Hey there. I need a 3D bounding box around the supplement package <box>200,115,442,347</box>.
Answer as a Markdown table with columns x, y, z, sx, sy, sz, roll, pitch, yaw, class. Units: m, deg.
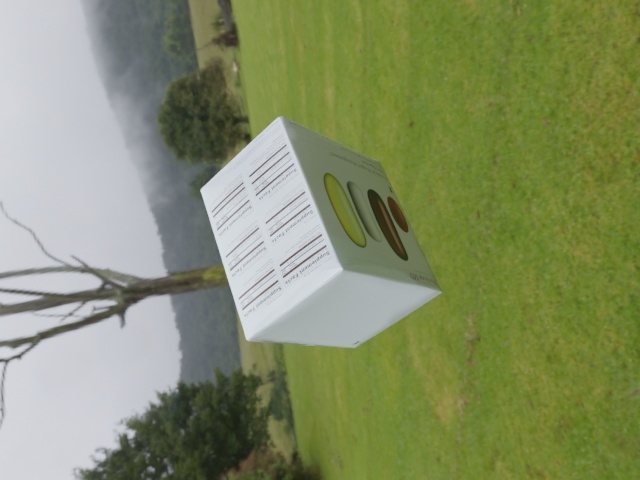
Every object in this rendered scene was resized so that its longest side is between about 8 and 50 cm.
| x | y | z | sx | sy | sz | roll | pitch | yaw | class |
| --- | --- | --- | --- | --- | --- | --- | --- | --- | --- |
| 0.000 | 0.000 | 0.761 | 0.194 | 0.149 | 0.203 | 14 | -134 | -49 | supplement package |
